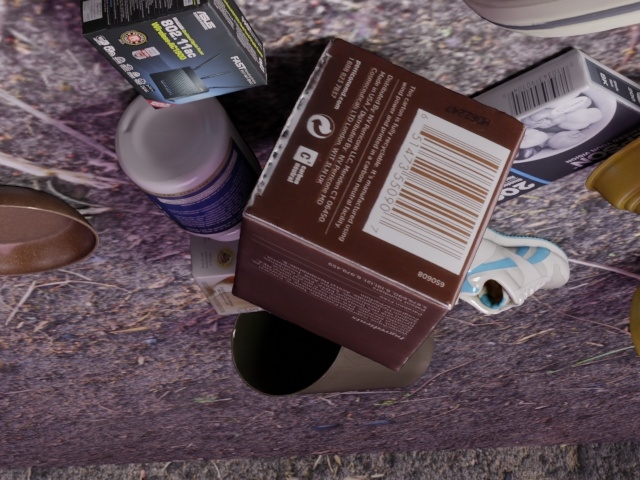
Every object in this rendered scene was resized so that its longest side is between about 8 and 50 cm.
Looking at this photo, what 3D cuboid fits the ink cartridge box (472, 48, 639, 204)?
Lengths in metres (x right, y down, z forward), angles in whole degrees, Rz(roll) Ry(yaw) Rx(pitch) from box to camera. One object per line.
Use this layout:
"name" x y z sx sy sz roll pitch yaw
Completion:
"ink cartridge box" 0.208 -0.090 0.968 0.206 0.045 0.208 -24 155 39

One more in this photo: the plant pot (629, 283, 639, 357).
"plant pot" 0.543 0.106 1.350 0.254 0.254 0.239 4 172 -27

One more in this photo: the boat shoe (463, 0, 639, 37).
"boat shoe" 0.292 -0.209 0.466 0.500 0.186 0.156 -22 150 25

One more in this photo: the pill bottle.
"pill bottle" -0.101 -0.057 0.890 0.094 0.094 0.169 -9 160 9

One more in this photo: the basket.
"basket" 0.034 0.128 1.378 0.204 0.154 0.227 -25 157 38

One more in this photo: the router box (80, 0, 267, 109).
"router box" -0.100 -0.142 0.739 0.092 0.038 0.122 -12 160 13

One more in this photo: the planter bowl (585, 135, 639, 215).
"planter bowl" 0.364 -0.057 0.961 0.217 0.090 0.217 -20 165 -6

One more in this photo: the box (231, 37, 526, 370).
"box" 0.039 -0.020 0.849 0.167 0.168 0.203 24 159 2

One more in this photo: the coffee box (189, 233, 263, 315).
"coffee box" 0.000 0.000 1.073 0.247 0.098 0.141 -7 161 4

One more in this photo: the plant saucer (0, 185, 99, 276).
"plant saucer" -0.321 -0.012 1.039 0.199 0.036 0.198 -5 160 -2

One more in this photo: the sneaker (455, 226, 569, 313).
"sneaker" 0.224 0.044 1.274 0.229 0.092 0.087 10 153 -40
